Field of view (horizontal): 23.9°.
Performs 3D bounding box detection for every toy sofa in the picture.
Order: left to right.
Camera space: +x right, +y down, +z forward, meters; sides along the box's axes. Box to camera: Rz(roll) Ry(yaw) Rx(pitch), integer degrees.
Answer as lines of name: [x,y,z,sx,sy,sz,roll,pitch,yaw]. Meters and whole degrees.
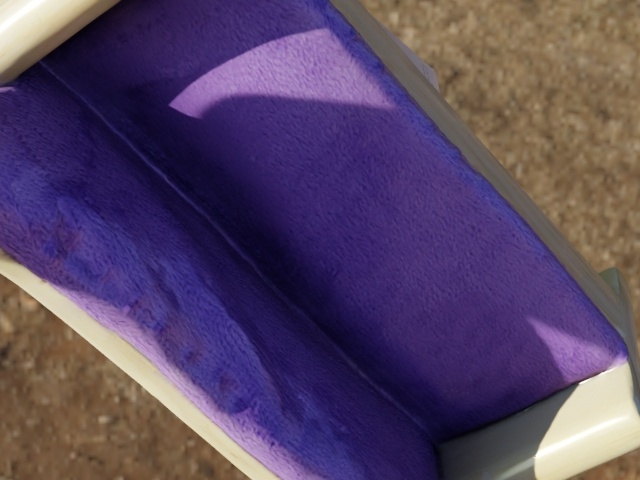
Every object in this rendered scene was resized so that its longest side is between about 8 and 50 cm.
toy sofa: [0.000,0.000,0.698,0.150,0.362,0.177,-30,30,25]

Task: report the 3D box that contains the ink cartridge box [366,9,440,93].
ink cartridge box: [-0.049,-0.055,1.093,0.296,0.261,0.066,-15,71,21]
